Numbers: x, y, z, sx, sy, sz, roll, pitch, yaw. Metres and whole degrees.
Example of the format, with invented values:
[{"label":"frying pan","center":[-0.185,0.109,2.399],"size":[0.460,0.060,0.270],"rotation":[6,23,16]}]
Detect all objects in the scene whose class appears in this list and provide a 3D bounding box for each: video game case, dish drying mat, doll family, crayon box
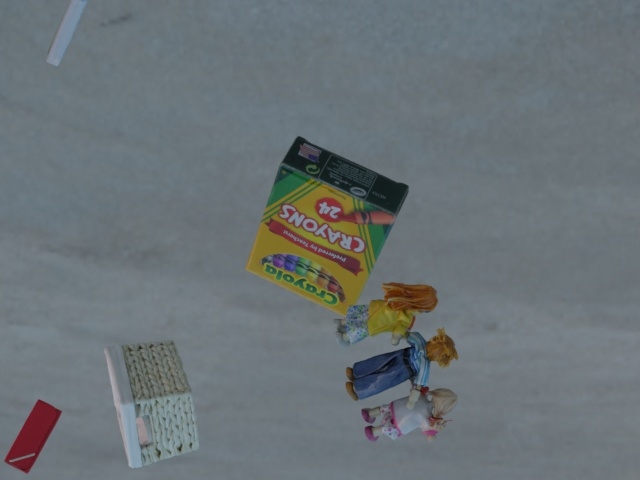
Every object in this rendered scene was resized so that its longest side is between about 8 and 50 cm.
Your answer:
[{"label":"video game case","center":[-0.311,-0.356,1.679],"size":[0.023,0.193,0.212],"rotation":[22,158,-14]},{"label":"dish drying mat","center":[-0.328,0.223,1.436],"size":[0.032,0.083,0.008],"rotation":[28,149,-6]},{"label":"doll family","center":[0.110,0.150,1.760],"size":[0.163,0.263,0.118],"rotation":[-23,144,19]},{"label":"crayon box","center":[0.000,0.000,2.073],"size":[0.202,0.081,0.318],"rotation":[24,137,3]}]

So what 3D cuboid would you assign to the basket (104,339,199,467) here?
[{"label":"basket","center":[-0.238,0.224,1.774],"size":[0.103,0.167,0.113],"rotation":[-11,117,-13]}]
